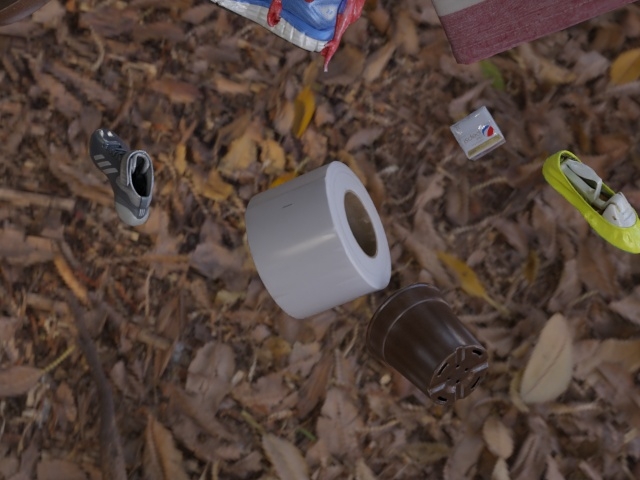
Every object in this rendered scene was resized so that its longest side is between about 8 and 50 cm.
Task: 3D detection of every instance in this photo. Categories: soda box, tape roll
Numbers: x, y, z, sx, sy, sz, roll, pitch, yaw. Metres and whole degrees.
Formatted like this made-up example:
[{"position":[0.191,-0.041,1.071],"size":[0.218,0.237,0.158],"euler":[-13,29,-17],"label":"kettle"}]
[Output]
[{"position":[0.289,-0.192,1.887],"size":[0.069,0.073,0.216],"euler":[59,11,3],"label":"soda box"},{"position":[0.000,0.000,1.854],"size":[0.246,0.169,0.246],"euler":[51,27,-39],"label":"tape roll"}]

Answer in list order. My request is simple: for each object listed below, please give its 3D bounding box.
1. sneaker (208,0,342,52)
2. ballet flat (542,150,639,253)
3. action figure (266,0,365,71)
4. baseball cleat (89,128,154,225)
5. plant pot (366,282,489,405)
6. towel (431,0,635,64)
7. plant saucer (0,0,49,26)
[{"position":[-0.108,-0.456,1.775],"size":[0.329,0.147,0.130],"euler":[24,18,-10],"label":"sneaker"},{"position":[0.483,-0.071,1.798],"size":[0.231,0.077,0.077],"euler":[45,61,13],"label":"ballet flat"},{"position":[-0.003,-0.259,1.152],"size":[0.091,0.280,0.139],"euler":[26,93,1],"label":"action figure"},{"position":[-0.301,-0.121,1.614],"size":[0.072,0.109,0.206],"euler":[-6,51,-36],"label":"baseball cleat"},{"position":[0.191,0.184,1.774],"size":[0.166,0.167,0.165],"euler":[-12,36,-28],"label":"plant pot"},{"position":[0.184,-0.359,1.024],"size":[0.329,0.237,0.037],"euler":[63,26,-21],"label":"towel"},{"position":[-0.371,-0.326,1.292],"size":[0.198,0.036,0.199],"euler":[-19,41,17],"label":"plant saucer"}]
